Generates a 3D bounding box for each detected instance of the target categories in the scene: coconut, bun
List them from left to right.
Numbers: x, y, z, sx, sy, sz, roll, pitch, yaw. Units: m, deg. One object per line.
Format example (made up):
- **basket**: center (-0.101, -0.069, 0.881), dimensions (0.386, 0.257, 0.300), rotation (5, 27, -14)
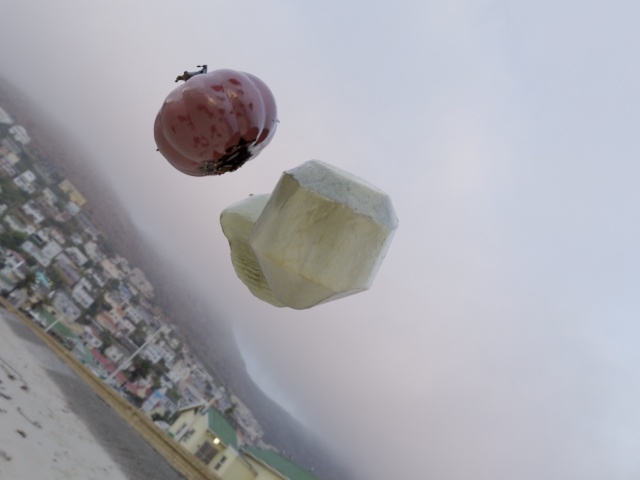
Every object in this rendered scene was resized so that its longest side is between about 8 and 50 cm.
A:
- **bun**: center (-0.093, 0.011, 0.940), dimensions (0.230, 0.145, 0.229), rotation (25, -48, 32)
- **coconut**: center (0.000, 0.000, 0.722), dimensions (0.202, 0.221, 0.202), rotation (27, 9, -5)

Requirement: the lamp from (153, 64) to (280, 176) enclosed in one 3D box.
- **lamp**: center (-0.150, -0.171, 0.684), dimensions (0.140, 0.182, 0.182), rotation (62, -27, 6)
